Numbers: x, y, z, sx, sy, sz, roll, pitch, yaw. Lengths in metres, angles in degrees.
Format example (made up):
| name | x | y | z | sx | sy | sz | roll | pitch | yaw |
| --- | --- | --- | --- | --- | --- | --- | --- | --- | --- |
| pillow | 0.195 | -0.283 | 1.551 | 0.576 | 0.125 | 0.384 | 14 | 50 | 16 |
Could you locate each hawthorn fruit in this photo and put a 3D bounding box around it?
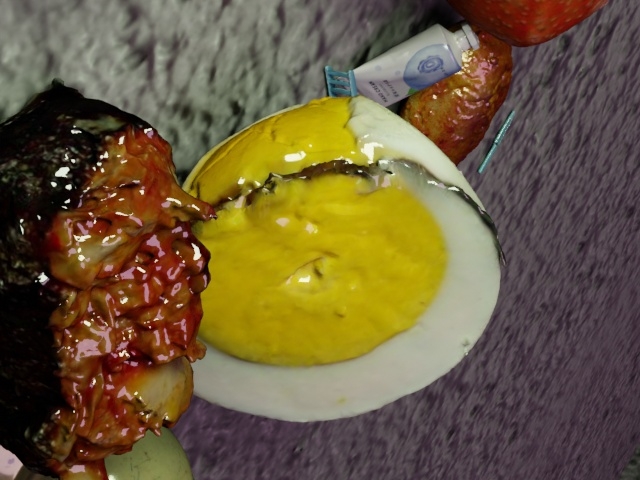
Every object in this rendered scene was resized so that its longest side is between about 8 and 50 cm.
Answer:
| name | x | y | z | sx | sy | sz | roll | pitch | yaw |
| --- | --- | --- | --- | --- | --- | --- | --- | --- | --- |
| hawthorn fruit | 0.204 | -0.285 | 1.281 | 0.205 | 0.205 | 0.253 | -48 | 160 | -17 |

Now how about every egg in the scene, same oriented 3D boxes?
| name | x | y | z | sx | sy | sz | roll | pitch | yaw |
| --- | --- | --- | --- | --- | --- | --- | --- | --- | --- |
| egg | 0.000 | 0.000 | 1.208 | 0.201 | 0.337 | 0.337 | -93 | -174 | -49 |

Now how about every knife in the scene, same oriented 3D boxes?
| name | x | y | z | sx | sy | sz | roll | pitch | yaw |
| --- | --- | --- | --- | --- | --- | --- | --- | --- | --- |
| knife | 0.226 | -0.126 | 1.661 | 0.091 | 0.005 | 0.014 | -60 | 153 | 5 |

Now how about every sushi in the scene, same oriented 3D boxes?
| name | x | y | z | sx | sy | sz | roll | pitch | yaw |
| --- | --- | --- | --- | --- | --- | --- | --- | --- | --- |
| sushi | -0.198 | 0.058 | 1.006 | 0.196 | 0.182 | 0.343 | -27 | 137 | -33 |

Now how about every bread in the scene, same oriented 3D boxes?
| name | x | y | z | sx | sy | sz | roll | pitch | yaw |
| --- | --- | --- | --- | --- | --- | --- | --- | --- | --- |
| bread | 0.135 | -0.123 | 1.432 | 0.139 | 0.095 | 0.269 | -8 | 127 | -47 |

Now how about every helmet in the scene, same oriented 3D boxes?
| name | x | y | z | sx | sy | sz | roll | pitch | yaw |
| --- | --- | --- | --- | --- | --- | --- | --- | --- | --- |
| helmet | -0.203 | 0.258 | 1.238 | 0.257 | 0.137 | 0.204 | -1 | 119 | -57 |

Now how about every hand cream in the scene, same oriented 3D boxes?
| name | x | y | z | sx | sy | sz | roll | pitch | yaw |
| --- | --- | --- | --- | --- | --- | --- | --- | --- | --- |
| hand cream | 0.095 | -0.177 | 1.320 | 0.142 | 0.053 | 0.084 | -28 | 149 | 12 |

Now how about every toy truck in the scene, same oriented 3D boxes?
| name | x | y | z | sx | sy | sz | roll | pitch | yaw |
| --- | --- | --- | --- | --- | --- | --- | --- | --- | --- |
| toy truck | 0.015 | -0.104 | 1.303 | 0.136 | 0.063 | 0.074 | 81 | 29 | -49 |
